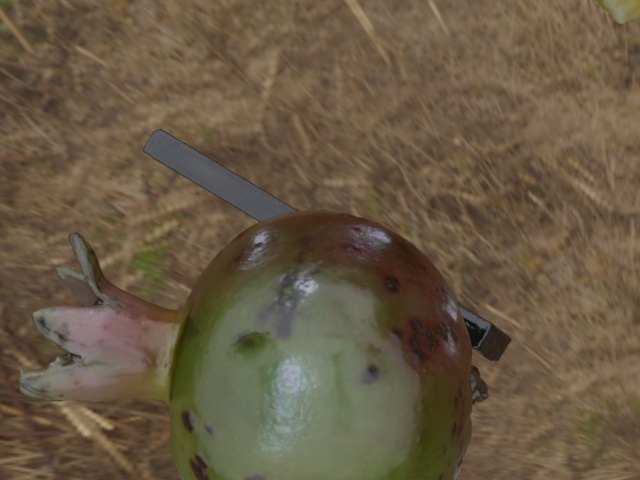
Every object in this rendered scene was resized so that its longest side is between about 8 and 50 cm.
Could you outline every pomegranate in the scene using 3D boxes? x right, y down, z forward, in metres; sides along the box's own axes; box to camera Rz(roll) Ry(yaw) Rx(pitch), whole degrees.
[{"bbox_3d":[-0.020,0.046,0.648,0.159,0.129,0.129,18,86,20],"label":"pomegranate"}]

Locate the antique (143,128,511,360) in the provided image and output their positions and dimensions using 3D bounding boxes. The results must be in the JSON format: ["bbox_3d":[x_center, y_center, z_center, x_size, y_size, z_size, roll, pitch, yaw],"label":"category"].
[{"bbox_3d":[0.000,0.000,0.789,0.192,0.031,0.015,31,91,27],"label":"antique"}]

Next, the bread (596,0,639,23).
[{"bbox_3d":[0.176,-0.204,0.824,0.170,0.197,0.197,-14,79,36],"label":"bread"}]
